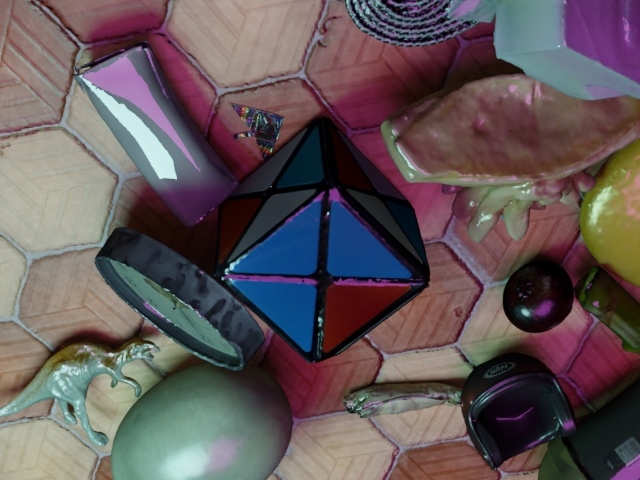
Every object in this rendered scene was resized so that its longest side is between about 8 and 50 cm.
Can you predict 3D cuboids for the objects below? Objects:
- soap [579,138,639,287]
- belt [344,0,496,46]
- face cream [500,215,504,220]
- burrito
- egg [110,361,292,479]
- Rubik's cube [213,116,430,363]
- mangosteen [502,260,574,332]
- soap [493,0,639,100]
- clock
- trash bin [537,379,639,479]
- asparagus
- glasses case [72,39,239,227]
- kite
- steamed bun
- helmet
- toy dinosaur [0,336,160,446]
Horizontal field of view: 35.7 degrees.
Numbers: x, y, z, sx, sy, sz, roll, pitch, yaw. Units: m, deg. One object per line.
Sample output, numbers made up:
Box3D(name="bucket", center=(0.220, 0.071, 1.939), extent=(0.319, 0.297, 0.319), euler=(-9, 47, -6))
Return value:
Box3D(name="soap", center=(0.624, -0.097, 1.618), extent=(0.306, 0.115, 0.427), euler=(31, 115, -22))
Box3D(name="belt", center=(0.152, -0.394, 1.410), extent=(0.257, 0.150, 0.207), euler=(-25, 126, 12))
Box3D(name="face cream", center=(0.265, -0.119, 1.624), extent=(0.084, 0.057, 0.198), euler=(-43, 114, 11))
Box3D(name="burrito", center=(0.157, 0.297, 1.858), extent=(0.229, 0.063, 0.058), euler=(-1, 110, -4))
Box3D(name="egg", center=(-0.212, 0.354, 1.764), extent=(0.352, 0.258, 0.258), euler=(-29, 117, 21))
Box3D(name="Rubik's cube", center=(0.000, 0.000, 1.575), extent=(0.246, 0.250, 0.248), euler=(-38, 117, 18))
Box3D(name="mangosteen", center=(0.386, 0.102, 1.729), extent=(0.140, 0.140, 0.140), euler=(-1, 120, -2))
Box3D(name="soap", center=(0.452, -0.329, 1.359), extent=(0.446, 0.156, 0.261), euler=(-10, 102, -26))
Box3D(name="clock", center=(-0.231, 0.099, 1.611), extent=(0.312, 0.312, 0.061), euler=(46, 68, -24))
Box3D(name="trash bin", center=(0.556, 0.409, 1.858), extent=(0.214, 0.214, 0.334), euler=(39, 104, -21))
Box3D(name="asparagus", center=(0.552, 0.145, 1.763), extent=(0.085, 0.082, 0.343), euler=(-16, 140, 43))
Box3D(name="glasses case", center=(-0.252, -0.173, 1.562), extent=(0.128, 0.083, 0.308), euler=(-28, 117, 7))
Box3D(name="kite", center=(-0.099, -0.178, 1.607), extent=(0.090, 0.004, 0.122), euler=(-20, 118, 9))
Box3D(name="steamed bun", center=(0.312, -0.137, 1.530), extent=(0.428, 0.189, 0.247), euler=(-20, 84, -9))
Box3D(name="helmet", center=(0.350, 0.304, 1.792), extent=(0.189, 0.193, 0.216), euler=(-24, 126, 4))
Box3D(name="toy dinosaur", center=(-0.471, 0.278, 1.807), extent=(0.393, 0.092, 0.205), euler=(-6, 120, 3))
